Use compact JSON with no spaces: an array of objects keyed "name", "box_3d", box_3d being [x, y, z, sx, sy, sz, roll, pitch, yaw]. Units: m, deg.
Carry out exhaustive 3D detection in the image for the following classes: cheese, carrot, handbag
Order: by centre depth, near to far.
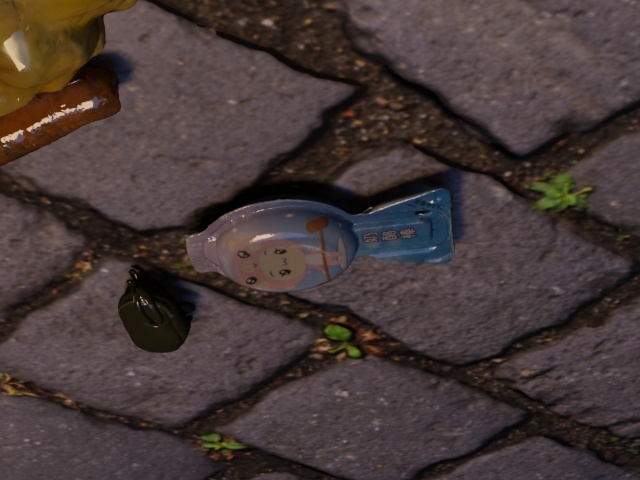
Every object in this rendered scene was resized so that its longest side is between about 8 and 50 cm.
[{"name":"carrot","box_3d":[-0.240,-0.093,1.095,0.186,0.060,0.060,-17,144,18]},{"name":"cheese","box_3d":[0.000,0.000,1.264,0.245,0.052,0.135,-6,146,3]},{"name":"handbag","box_3d":[-0.163,0.071,1.356,0.072,0.047,0.111,-6,147,13]}]

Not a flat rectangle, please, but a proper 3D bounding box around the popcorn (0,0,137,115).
[{"name":"popcorn","box_3d":[-0.232,-0.194,0.697,0.349,0.381,0.349,9,143,7]}]
